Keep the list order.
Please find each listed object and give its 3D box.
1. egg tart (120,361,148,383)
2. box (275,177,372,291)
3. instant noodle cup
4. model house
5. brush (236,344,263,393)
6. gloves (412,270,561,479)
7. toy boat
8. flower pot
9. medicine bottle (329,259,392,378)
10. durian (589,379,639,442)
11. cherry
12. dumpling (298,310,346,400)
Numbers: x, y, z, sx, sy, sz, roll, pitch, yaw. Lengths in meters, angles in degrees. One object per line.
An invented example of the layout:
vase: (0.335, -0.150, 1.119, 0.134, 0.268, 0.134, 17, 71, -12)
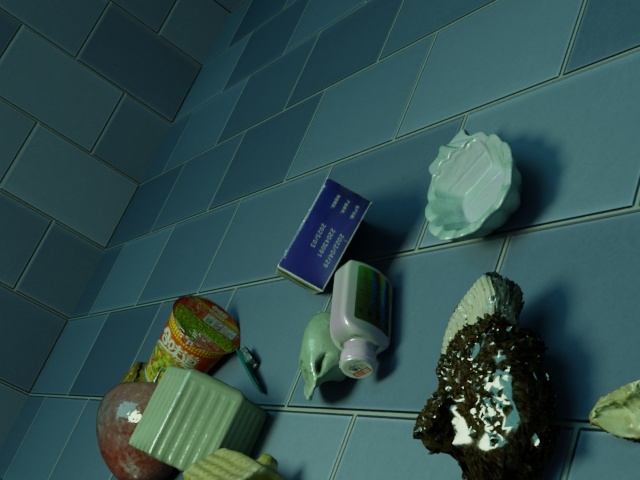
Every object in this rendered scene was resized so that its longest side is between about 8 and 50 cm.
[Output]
egg tart: (-0.479, 0.404, 2.287, 0.241, 0.106, 0.241, -47, 23, 28)
box: (0.000, 0.000, 1.756, 0.200, 0.106, 0.299, -61, 0, -6)
instant noodle cup: (-0.328, 0.274, 2.096, 0.212, 0.193, 0.193, -53, 24, 26)
model house: (-0.163, 0.492, 1.550, 0.234, 0.175, 0.193, -54, 22, -20)
brush: (-0.149, 0.283, 1.900, 0.032, 0.043, 0.193, -40, 26, -4)
gloves: (0.228, 0.203, 1.185, 0.210, 0.135, 0.312, -41, 31, 23)
toy boat: (0.273, -0.090, 1.498, 0.199, 0.100, 0.290, -47, 27, 20)
flower pot: (-0.246, 0.383, 1.748, 0.209, 0.239, 0.189, 15, 69, 30)
medicine bottle: (0.074, 0.146, 1.558, 0.078, 0.115, 0.219, -36, 31, 36)
durian: (0.374, 0.202, 1.003, 0.130, 0.066, 0.052, -46, 24, 43)
cherry: (-0.410, 0.425, 1.990, 0.236, 0.213, 0.285, -8, 66, 61)
dumpling: (0.019, 0.214, 1.619, 0.108, 0.152, 0.219, 7, 45, 18)
